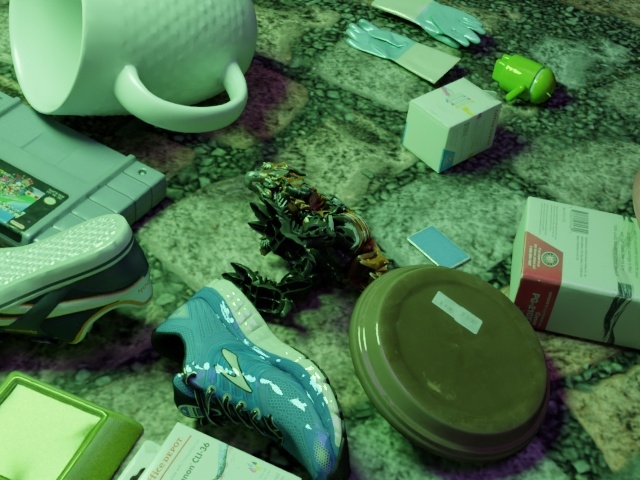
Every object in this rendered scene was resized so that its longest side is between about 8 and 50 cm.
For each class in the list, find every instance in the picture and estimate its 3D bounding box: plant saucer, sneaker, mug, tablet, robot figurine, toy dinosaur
[{"bbox_3d":[0.169,0.140,1.249,0.277,0.041,0.278,13,51,-16],"label":"plant saucer"},{"bbox_3d":[-0.364,0.075,1.261,0.321,0.127,0.126,-15,36,13],"label":"sneaker"},{"bbox_3d":[-0.088,0.186,1.184,0.147,0.130,0.330,-30,46,-24],"label":"sneaker"},{"bbox_3d":[-0.256,-0.299,1.549,0.328,0.276,0.374,-5,48,-38],"label":"mug"},{"bbox_3d":[0.172,0.011,1.469,0.054,0.006,0.083,-26,53,-31],"label":"tablet"},{"bbox_3d":[-0.328,0.234,1.142,0.188,0.045,0.188,19,45,13],"label":"plant saucer"},{"bbox_3d":[0.360,-0.282,1.757,0.115,0.067,0.101,29,43,21],"label":"robot figurine"},{"bbox_3d":[0.000,0.000,1.366,0.322,0.164,0.218,23,28,38],"label":"toy dinosaur"}]

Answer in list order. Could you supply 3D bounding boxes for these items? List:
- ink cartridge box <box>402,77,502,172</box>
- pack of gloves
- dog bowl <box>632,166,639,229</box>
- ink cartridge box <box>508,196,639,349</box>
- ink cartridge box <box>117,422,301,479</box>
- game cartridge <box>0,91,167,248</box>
[{"bbox_3d":[0.218,-0.190,1.625,0.143,0.092,0.090,-27,52,-32],"label":"ink cartridge box"},{"bbox_3d":[0.175,-0.373,1.863,0.232,0.046,0.195,30,59,27],"label":"pack of gloves"},{"bbox_3d":[0.586,-0.007,1.336,0.407,0.150,0.408,23,45,-25],"label":"dog bowl"},{"bbox_3d":[0.389,0.048,1.389,0.237,0.100,0.172,12,43,5],"label":"ink cartridge box"},{"bbox_3d":[-0.135,0.280,1.101,0.198,0.067,0.115,21,45,14],"label":"ink cartridge box"},{"bbox_3d":[-0.433,-0.095,1.467,0.355,0.068,0.230,26,43,19],"label":"game cartridge"}]
